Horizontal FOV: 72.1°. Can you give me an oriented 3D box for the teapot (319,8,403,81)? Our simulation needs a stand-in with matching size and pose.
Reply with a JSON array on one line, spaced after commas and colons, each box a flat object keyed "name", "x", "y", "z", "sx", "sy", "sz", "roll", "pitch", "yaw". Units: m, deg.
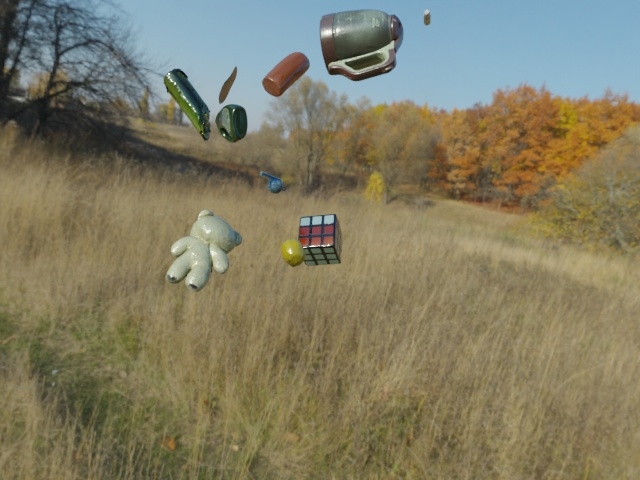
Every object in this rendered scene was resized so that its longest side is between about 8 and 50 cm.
[{"name": "teapot", "x": 0.170, "y": -0.765, "z": 1.739, "sx": 0.313, "sy": 0.314, "sz": 0.233, "roll": -3, "pitch": -23, "yaw": 18}]

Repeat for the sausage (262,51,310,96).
[{"name": "sausage", "x": -0.147, "y": -0.755, "z": 1.972, "sx": 0.114, "sy": 0.259, "sz": 0.113, "roll": 29, "pitch": -27, "yaw": 16}]

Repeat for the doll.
[{"name": "doll", "x": -0.387, "y": 0.047, "z": 1.426, "sx": 0.175, "sy": 0.278, "sz": 0.149, "roll": 41, "pitch": -42, "yaw": -18}]

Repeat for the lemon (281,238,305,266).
[{"name": "lemon", "x": -0.095, "y": 0.038, "z": 1.517, "sx": 0.082, "sy": 0.082, "sz": 0.110, "roll": 6, "pitch": 50, "yaw": -35}]

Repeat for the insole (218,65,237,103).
[{"name": "insole", "x": -0.356, "y": -0.600, "z": 1.701, "sx": 0.003, "sy": 0.080, "sz": 0.231, "roll": 14, "pitch": 49, "yaw": -1}]

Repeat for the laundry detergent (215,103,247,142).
[{"name": "laundry detergent", "x": -0.342, "y": -0.434, "z": 1.639, "sx": 0.063, "sy": 0.137, "sz": 0.211, "roll": -13, "pitch": 17, "yaw": -33}]

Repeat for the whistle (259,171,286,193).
[{"name": "whistle", "x": -0.248, "y": -0.288, "z": 2.257, "sx": 0.158, "sy": 0.090, "sz": 0.090, "roll": 18, "pitch": 7, "yaw": -18}]

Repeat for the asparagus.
[{"name": "asparagus", "x": -0.633, "y": -0.670, "z": 2.179, "sx": 0.129, "sy": 0.381, "sz": 0.108, "roll": -34, "pitch": -4, "yaw": -24}]

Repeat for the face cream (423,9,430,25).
[{"name": "face cream", "x": 0.483, "y": -1.013, "z": 1.994, "sx": 0.034, "sy": 0.034, "sz": 0.130, "roll": 14, "pitch": 12, "yaw": 12}]

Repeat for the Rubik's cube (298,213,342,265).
[{"name": "Rubik's cube", "x": 0.000, "y": 0.000, "z": 1.847, "sx": 0.164, "sy": 0.160, "sz": 0.162, "roll": -5, "pitch": -31, "yaw": 14}]
